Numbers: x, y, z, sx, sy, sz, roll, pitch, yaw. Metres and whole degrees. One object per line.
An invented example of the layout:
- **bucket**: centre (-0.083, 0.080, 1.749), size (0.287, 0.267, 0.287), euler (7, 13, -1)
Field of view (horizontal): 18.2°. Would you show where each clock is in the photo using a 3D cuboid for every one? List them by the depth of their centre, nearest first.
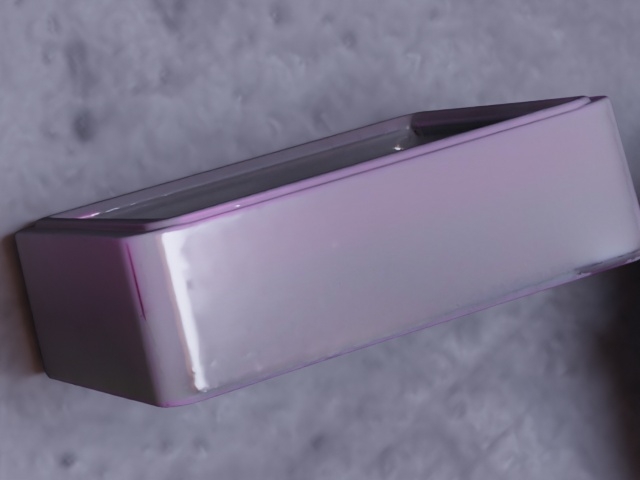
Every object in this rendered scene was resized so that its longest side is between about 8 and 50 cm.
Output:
- **clock**: centre (0.000, 0.000, 0.743), size (0.197, 0.150, 0.063), euler (-17, 98, -23)
